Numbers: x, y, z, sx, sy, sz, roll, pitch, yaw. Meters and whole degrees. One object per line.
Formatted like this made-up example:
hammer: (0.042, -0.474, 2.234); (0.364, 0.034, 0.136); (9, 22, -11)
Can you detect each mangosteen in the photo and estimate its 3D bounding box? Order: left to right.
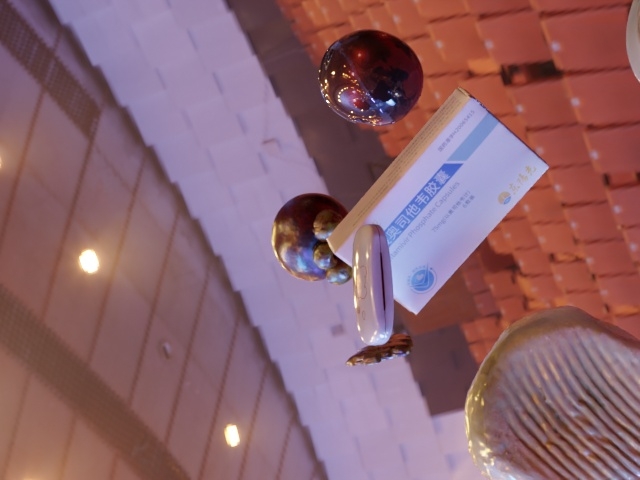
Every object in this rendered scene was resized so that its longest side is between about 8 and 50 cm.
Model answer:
mangosteen: (0.000, 0.000, 1.954); (0.200, 0.200, 0.200); (54, -154, -41)

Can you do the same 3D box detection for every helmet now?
helmet: (0.105, -0.332, 2.046); (0.193, 0.216, 0.189); (167, 124, -84)

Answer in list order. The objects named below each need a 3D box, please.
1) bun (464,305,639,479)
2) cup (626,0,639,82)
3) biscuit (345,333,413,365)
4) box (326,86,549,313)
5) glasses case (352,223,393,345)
bun: (0.409, 0.285, 1.662); (0.349, 0.352, 0.227); (52, 176, 5)
cup: (0.598, -0.333, 1.525); (0.163, 0.347, 0.347); (10, -123, -30)
biscuit: (0.104, 0.175, 1.639); (0.130, 0.119, 0.019); (-27, -79, -64)
box: (0.196, -0.063, 1.688); (0.200, 0.343, 0.065); (37, -170, -23)
glasses case: (0.083, 0.070, 1.598); (0.049, 0.074, 0.193); (0, -100, -25)
